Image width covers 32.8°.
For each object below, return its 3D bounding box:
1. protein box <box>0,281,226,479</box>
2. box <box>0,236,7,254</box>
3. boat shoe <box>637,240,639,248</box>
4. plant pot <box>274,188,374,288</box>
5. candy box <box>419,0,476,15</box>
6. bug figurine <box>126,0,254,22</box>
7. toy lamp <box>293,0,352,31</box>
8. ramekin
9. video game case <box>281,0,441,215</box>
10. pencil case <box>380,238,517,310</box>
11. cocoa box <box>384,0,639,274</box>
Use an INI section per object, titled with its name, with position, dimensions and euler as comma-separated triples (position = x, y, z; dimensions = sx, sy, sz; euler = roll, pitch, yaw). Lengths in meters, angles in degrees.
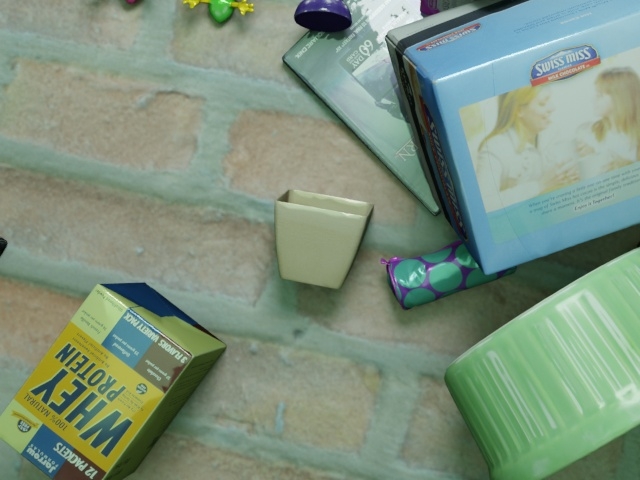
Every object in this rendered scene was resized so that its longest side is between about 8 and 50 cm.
[protein box]
position = -0.237, 0.168, 1.265
dimensions = 0.136, 0.200, 0.201
euler = 37, 92, 6
[box]
position = -0.527, 0.047, 1.371
dimensions = 0.175, 0.051, 0.220
euler = 33, 92, 6
[boat shoe]
position = 0.490, 0.097, 1.254
dimensions = 0.104, 0.111, 0.307
euler = -38, 95, -1
[plant pot]
position = 0.000, 0.000, 1.302
dimensions = 0.109, 0.109, 0.096
euler = 10, 101, 6
[candy box]
position = 0.183, -0.385, 1.254
dimensions = 0.071, 0.159, 0.233
euler = 18, 82, 7
[bug figurine]
position = -0.167, -0.389, 1.343
dimensions = 0.279, 0.072, 0.216
euler = 11, 95, 1
[toy lamp]
position = 0.014, -0.395, 1.313
dimensions = 0.080, 0.080, 0.274
euler = 3, 80, 5
[ramekin]
position = 0.282, 0.135, 1.175
dimensions = 0.303, 0.303, 0.148
euler = -32, 78, 3
[video game case]
position = 0.116, -0.194, 1.334
dimensions = 0.196, 0.026, 0.274
euler = -44, 84, 3
[pencil case]
position = 0.154, 0.030, 1.301
dimensions = 0.152, 0.064, 0.070
euler = -21, 102, 4
[cocoa box]
position = 0.280, -0.153, 1.165
dimensions = 0.347, 0.228, 0.231
euler = -19, 115, 0
